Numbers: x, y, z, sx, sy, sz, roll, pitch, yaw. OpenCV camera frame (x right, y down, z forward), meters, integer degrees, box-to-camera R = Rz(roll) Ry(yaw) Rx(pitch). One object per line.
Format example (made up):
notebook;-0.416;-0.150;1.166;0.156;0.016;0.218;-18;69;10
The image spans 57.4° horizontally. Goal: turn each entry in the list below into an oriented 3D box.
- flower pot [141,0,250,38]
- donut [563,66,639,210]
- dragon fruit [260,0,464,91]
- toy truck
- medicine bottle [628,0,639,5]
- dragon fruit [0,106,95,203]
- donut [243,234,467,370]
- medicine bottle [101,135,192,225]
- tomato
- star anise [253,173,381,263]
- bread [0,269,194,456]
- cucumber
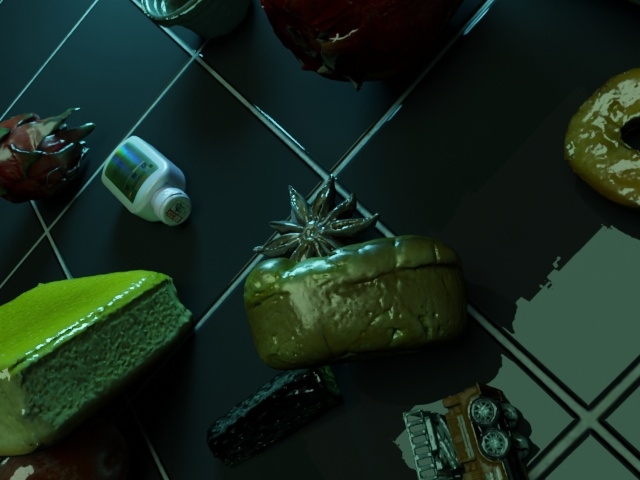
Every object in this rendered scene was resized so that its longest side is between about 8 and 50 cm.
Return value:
flower pot;-0.230;-0.498;1.166;0.236;0.140;0.235;-14;62;28
donut;0.378;-0.108;0.670;0.162;0.065;0.178;-39;56;18
dragon fruit;0.059;-0.382;0.840;0.301;0.295;0.296;-47;53;-8
toy truck;0.170;0.257;0.632;0.115;0.080;0.177;-28;56;25
medicine bottle;0.341;-0.456;0.747;0.213;0.213;0.378;-48;53;6
dragon fruit;-0.607;-0.181;1.243;0.274;0.192;0.193;-19;98;-15
donut;0.044;0.080;0.702;0.262;0.208;0.128;-10;76;6
medicine bottle;-0.319;-0.104;1.091;0.219;0.078;0.115;37;90;38
tomato;-0.399;0.360;0.875;0.232;0.188;0.232;-35;23;17
star anise;0.000;0.000;0.860;0.182;0.065;0.195;23;79;32
bread;-0.417;0.171;0.887;0.324;0.333;0.143;-8;107;28
cucumber;-0.075;0.235;0.803;0.211;0.062;0.078;-34;56;15
